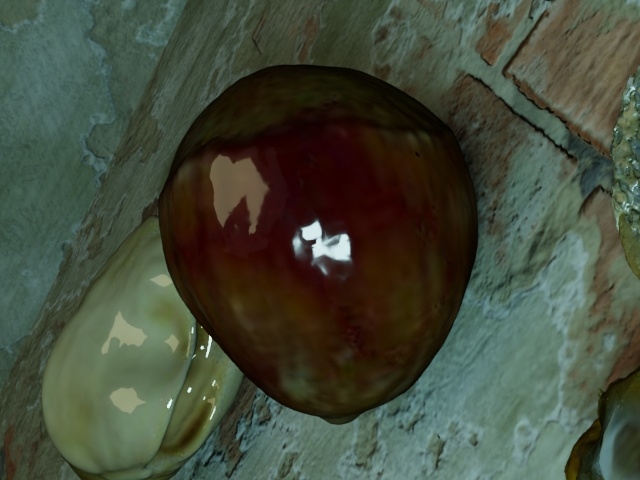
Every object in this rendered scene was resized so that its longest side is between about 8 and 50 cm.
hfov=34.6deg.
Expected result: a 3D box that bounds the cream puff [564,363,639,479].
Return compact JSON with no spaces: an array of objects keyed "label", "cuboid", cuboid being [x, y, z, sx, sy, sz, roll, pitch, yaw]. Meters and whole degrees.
[{"label":"cream puff","cuboid":[0.294,0.166,0.728,0.269,0.155,0.241,-12,64,55]}]

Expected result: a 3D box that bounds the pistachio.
[{"label":"pistachio","cuboid":[-0.254,0.176,1.529,0.365,0.281,0.445,42,115,55]}]

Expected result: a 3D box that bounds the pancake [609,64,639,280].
[{"label":"pancake","cuboid":[0.348,-0.072,0.877,0.282,0.049,0.282,-35,47,47]}]

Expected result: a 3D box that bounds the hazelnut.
[{"label":"hazelnut","cuboid":[0.000,0.000,1.156,0.421,0.353,0.421,46,147,42]}]
